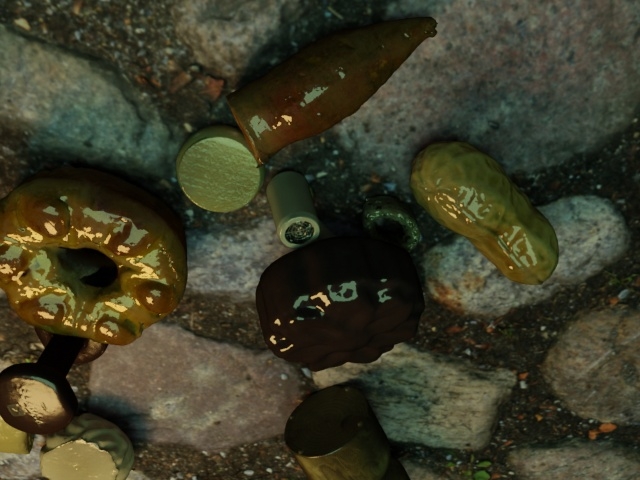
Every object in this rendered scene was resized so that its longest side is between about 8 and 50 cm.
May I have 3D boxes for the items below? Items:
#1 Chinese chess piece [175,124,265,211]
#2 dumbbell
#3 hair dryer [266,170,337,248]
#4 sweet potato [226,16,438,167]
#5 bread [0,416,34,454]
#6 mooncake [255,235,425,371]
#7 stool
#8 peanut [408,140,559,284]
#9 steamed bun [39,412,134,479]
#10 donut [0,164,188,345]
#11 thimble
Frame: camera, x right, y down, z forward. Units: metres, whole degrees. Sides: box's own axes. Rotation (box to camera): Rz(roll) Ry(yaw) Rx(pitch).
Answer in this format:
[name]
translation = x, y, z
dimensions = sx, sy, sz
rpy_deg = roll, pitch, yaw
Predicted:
[Chinese chess piece]
translation = -0.161, -0.116, 1.082
dimensions = 0.144, 0.058, 0.144
rpy_deg = -2, 119, -3
[dumbbell]
translation = -0.460, 0.213, 1.158
dimensions = 0.124, 0.225, 0.140
rpy_deg = -11, 117, 8
[hair dryer]
translation = 0.000, 0.000, 1.125
dimensions = 0.073, 0.131, 0.236
rpy_deg = -32, 129, 12
[sweet potato]
translation = 0.017, -0.237, 0.978
dimensions = 0.337, 0.131, 0.131
rpy_deg = -28, 116, 14
[bread]
translation = -0.666, 0.366, 1.331
dimensions = 0.179, 0.060, 0.139
rpy_deg = 9, 118, -7
[mooncake]
translation = 0.035, 0.112, 1.106
dimensions = 0.283, 0.141, 0.283
rpy_deg = -11, 148, -7
[stool]
translation = 0.061, 0.442, 1.330
dimensions = 0.179, 0.179, 0.264
rpy_deg = -21, 118, 10
[peanut]
translation = 0.273, -0.042, 1.085
dimensions = 0.306, 0.147, 0.147
rpy_deg = 39, 111, -21
[steamed bun]
translation = -0.465, 0.424, 1.346
dimensions = 0.183, 0.106, 0.182
rpy_deg = -1, 115, -2
[donut]
translation = -0.375, 0.023, 1.099
dimensions = 0.299, 0.150, 0.317
rpy_deg = -24, 116, 11
[thimble]
translation = 0.116, -0.028, 1.136
dimensions = 0.110, 0.062, 0.084
rpy_deg = 39, 111, -21
